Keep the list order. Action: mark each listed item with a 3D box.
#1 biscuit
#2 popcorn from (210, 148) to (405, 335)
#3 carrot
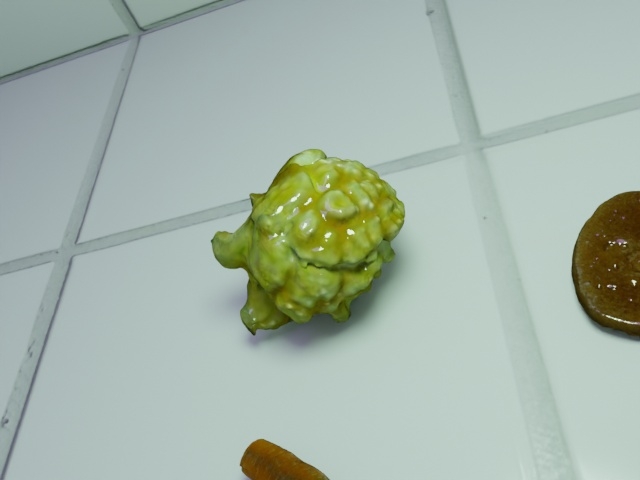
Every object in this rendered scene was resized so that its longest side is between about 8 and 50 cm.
[{"bbox_3d":[0.531,0.036,1.034,0.257,0.049,0.273,11,58,29],"label":"biscuit"},{"bbox_3d":[-0.005,0.007,1.148,0.279,0.274,0.335,-15,36,58],"label":"popcorn"},{"bbox_3d":[-0.041,0.366,0.987,0.087,0.087,0.193,-44,45,-16],"label":"carrot"}]
